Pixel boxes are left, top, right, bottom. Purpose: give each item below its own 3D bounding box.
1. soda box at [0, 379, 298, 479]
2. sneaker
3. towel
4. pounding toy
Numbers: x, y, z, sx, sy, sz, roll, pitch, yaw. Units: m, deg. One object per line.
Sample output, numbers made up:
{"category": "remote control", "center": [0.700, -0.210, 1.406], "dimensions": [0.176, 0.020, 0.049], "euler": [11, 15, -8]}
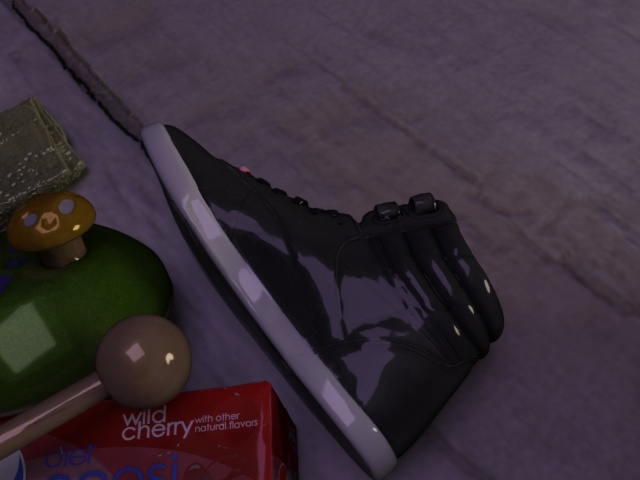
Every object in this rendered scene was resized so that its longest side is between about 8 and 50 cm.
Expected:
{"category": "soda box", "center": [-0.147, 0.154, 0.452], "dimensions": [0.263, 0.083, 0.092], "euler": [-7, 58, 5]}
{"category": "sneaker", "center": [0.000, 0.000, 0.511], "dimensions": [0.147, 0.104, 0.296], "euler": [-35, 66, -13]}
{"category": "towel", "center": [-0.282, -0.055, 0.635], "dimensions": [0.148, 0.027, 0.110], "euler": [-33, 60, -11]}
{"category": "pounding toy", "center": [-0.189, 0.025, 0.464], "dimensions": [0.183, 0.110, 0.237], "euler": [-20, 30, -15]}
